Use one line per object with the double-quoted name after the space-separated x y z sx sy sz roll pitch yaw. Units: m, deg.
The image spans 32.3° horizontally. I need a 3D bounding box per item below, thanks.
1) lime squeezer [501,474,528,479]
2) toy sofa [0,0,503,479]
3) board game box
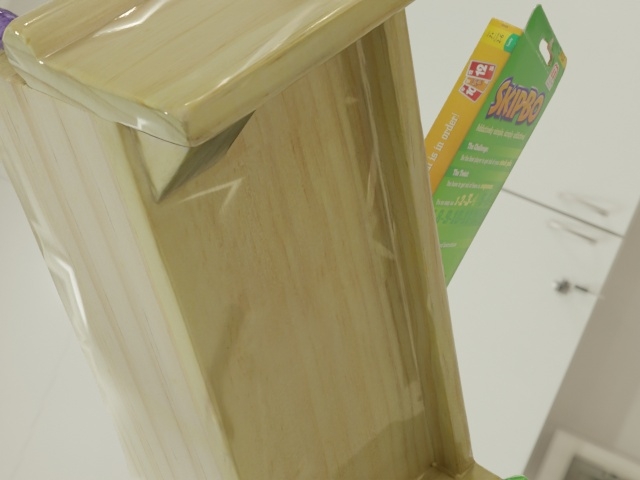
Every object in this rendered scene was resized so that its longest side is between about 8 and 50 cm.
0.098 0.270 0.510 0.059 0.109 0.310 20 -95 -75 "lime squeezer"
-0.027 0.025 0.561 0.150 0.177 0.363 -37 -48 -29 "toy sofa"
0.103 -0.046 0.826 0.259 0.039 0.124 -59 -25 1 "board game box"
